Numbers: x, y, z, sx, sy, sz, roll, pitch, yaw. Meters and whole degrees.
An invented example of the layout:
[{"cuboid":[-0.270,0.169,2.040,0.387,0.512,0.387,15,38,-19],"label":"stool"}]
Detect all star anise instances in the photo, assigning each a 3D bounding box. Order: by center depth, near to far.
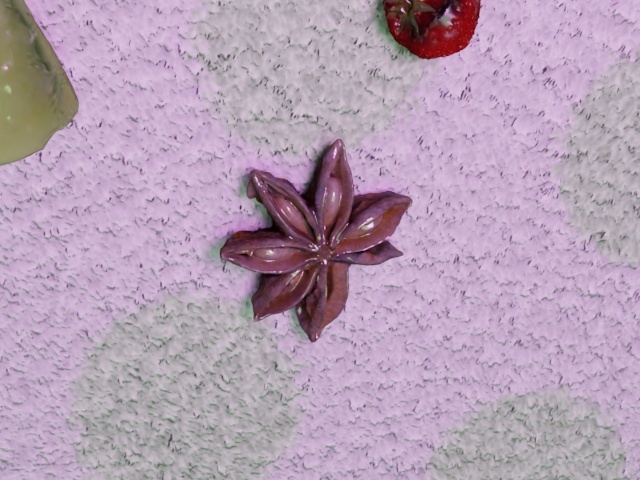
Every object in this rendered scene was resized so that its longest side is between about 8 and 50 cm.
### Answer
[{"cuboid":[-0.014,-0.006,1.471,0.212,0.073,0.197,-44,118,3],"label":"star anise"}]

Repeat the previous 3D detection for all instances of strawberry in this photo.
[{"cuboid":[0.119,-0.230,1.405,0.106,0.106,0.106,-5,112,-11],"label":"strawberry"}]

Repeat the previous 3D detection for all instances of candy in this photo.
[{"cuboid":[-0.348,-0.223,1.255,0.142,0.132,0.343,-25,121,0],"label":"candy"}]
